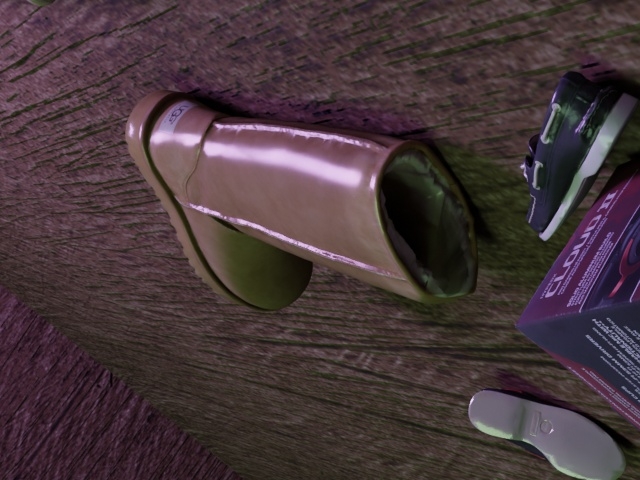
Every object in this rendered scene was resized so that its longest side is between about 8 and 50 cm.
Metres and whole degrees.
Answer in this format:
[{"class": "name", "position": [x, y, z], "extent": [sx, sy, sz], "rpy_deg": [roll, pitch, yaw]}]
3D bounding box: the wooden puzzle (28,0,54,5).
[{"class": "wooden puzzle", "position": [-0.299, -0.255, 0.914], "extent": [0.221, 0.044, 0.238], "rpy_deg": [47, 165, -33]}]

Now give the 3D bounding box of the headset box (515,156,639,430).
[{"class": "headset box", "position": [0.234, 0.049, 0.543], "extent": [0.218, 0.110, 0.293], "rpy_deg": [38, 163, -7]}]

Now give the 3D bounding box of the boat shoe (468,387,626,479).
[{"class": "boat shoe", "position": [0.185, 0.153, 1.048], "extent": [0.133, 0.049, 0.042], "rpy_deg": [21, -174, 24]}]

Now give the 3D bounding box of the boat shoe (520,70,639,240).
[{"class": "boat shoe", "position": [0.119, -0.040, 0.643], "extent": [0.038, 0.046, 0.125], "rpy_deg": [33, 160, 10]}]

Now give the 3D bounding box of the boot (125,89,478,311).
[{"class": "boot", "position": [0.000, 0.000, 0.920], "extent": [0.269, 0.089, 0.236], "rpy_deg": [18, 156, 44]}]
